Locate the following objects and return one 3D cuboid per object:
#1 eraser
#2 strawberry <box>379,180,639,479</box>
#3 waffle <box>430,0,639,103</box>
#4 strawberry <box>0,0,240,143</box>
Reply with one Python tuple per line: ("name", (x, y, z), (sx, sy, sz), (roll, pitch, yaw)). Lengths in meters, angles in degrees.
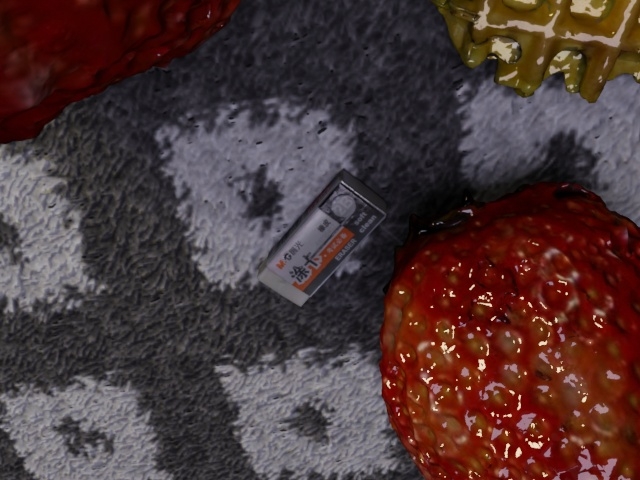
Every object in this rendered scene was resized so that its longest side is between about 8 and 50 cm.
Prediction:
("eraser", (0.000, 0.000, 0.583), (0.052, 0.029, 0.122), (35, 114, -14))
("strawberry", (0.170, 0.111, 0.490), (0.239, 0.288, 0.250), (-29, 133, 6))
("waffle", (0.203, -0.247, 0.423), (0.307, 0.060, 0.311), (-19, 114, 16))
("strawberry", (-0.180, -0.209, 0.377), (0.292, 0.310, 0.291), (23, 136, 23))
